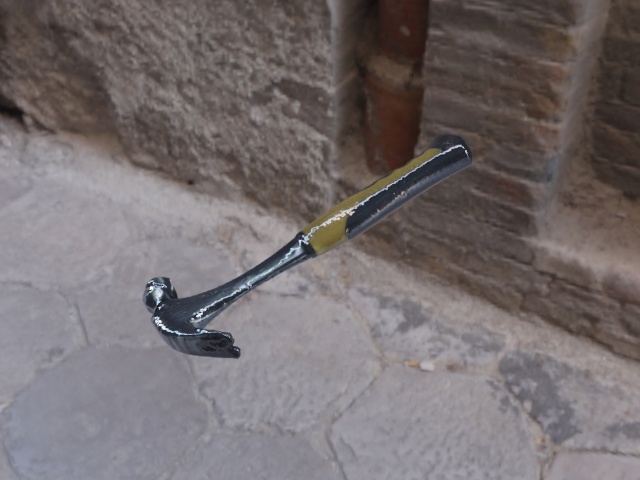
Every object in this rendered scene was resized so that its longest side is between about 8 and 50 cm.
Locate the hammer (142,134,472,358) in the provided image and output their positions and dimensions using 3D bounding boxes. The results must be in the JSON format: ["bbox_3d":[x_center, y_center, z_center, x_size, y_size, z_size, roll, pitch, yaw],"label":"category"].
[{"bbox_3d":[0.000,0.000,0.462,0.201,0.021,0.078,-31,36,-11],"label":"hammer"}]
